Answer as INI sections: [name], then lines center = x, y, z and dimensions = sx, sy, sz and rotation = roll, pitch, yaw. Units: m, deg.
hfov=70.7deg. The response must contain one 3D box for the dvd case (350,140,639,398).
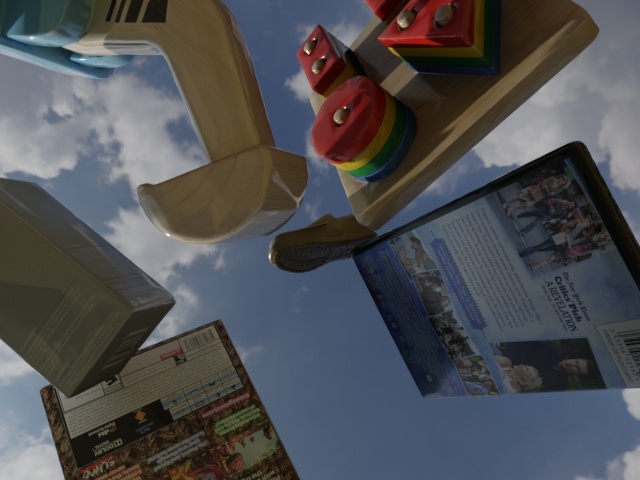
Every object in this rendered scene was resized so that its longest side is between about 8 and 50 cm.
[dvd case]
center = 0.145, 0.050, 0.397
dimensions = 0.022, 0.253, 0.180
rotation = -24, -93, -39

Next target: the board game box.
[board game box]
center = -0.183, 0.290, 0.581
dimensions = 0.232, 0.141, 0.291
rotation = -18, -118, -30

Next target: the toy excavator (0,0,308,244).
[toy excavator]
center = -0.207, -0.239, 0.418
dimensions = 0.445, 0.222, 0.432
rotation = 12, -83, 22

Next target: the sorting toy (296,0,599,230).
[sorting toy]
center = 0.078, -0.190, 0.466
dimensions = 0.089, 0.257, 0.255
rotation = 23, -144, -37

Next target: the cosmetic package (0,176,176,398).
[cosmetic package]
center = -0.307, 0.045, 0.512
dimensions = 0.238, 0.107, 0.127
rotation = 40, -83, 8

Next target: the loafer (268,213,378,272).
[loafer]
center = 0.000, 0.000, 0.545
dimensions = 0.148, 0.056, 0.050
rotation = -7, -131, -34
